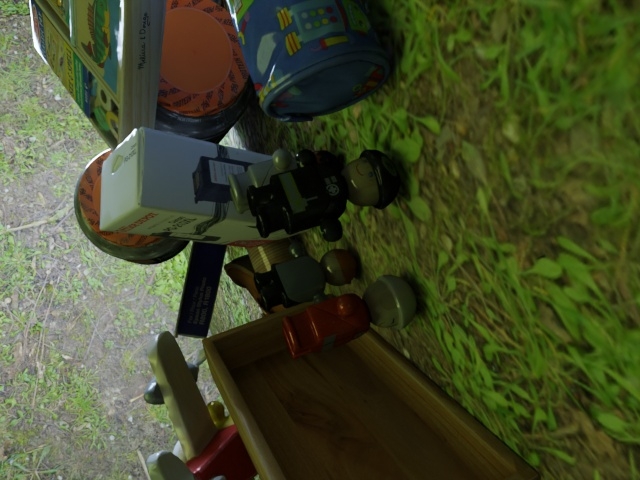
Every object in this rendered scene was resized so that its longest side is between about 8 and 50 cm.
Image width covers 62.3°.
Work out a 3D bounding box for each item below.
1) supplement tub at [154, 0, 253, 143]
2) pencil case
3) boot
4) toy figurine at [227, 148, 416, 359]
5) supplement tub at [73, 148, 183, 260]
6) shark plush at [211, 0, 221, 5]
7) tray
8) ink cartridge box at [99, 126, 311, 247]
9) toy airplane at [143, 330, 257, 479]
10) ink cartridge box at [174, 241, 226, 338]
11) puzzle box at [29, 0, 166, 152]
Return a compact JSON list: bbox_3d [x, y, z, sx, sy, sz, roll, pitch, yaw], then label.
[{"bbox_3d":[-0.231,-0.250,0.878,0.338,0.207,0.207,-6,101,69],"label":"supplement tub"},{"bbox_3d":[-0.046,-0.259,0.507,0.133,0.119,0.306,-33,73,45],"label":"pencil case"},{"bbox_3d":[-0.073,0.114,0.946,0.220,0.109,0.283,66,152,7],"label":"boot"},{"bbox_3d":[0.000,0.000,0.586,0.209,0.148,0.213,-146,40,-68],"label":"toy figurine"},{"bbox_3d":[-0.315,-0.056,0.936,0.316,0.194,0.193,163,90,-75],"label":"supplement tub"},{"bbox_3d":[-0.193,-0.401,0.858,0.073,0.067,0.161,68,160,14],"label":"shark plush"},{"bbox_3d":[0.015,0.199,0.604,0.411,0.203,0.076,34,138,60],"label":"tray"},{"bbox_3d":[-0.156,-0.059,0.717,0.172,0.237,0.100,-15,72,52],"label":"ink cartridge box"},{"bbox_3d":[-0.190,0.401,0.959,0.272,0.384,0.386,-24,46,38],"label":"toy airplane"},{"bbox_3d":[-0.220,0.020,1.041,0.330,0.071,0.324,170,111,-75],"label":"ink cartridge box"},{"bbox_3d":[-0.278,-0.331,0.632,0.272,0.052,0.409,50,142,20],"label":"puzzle box"}]
